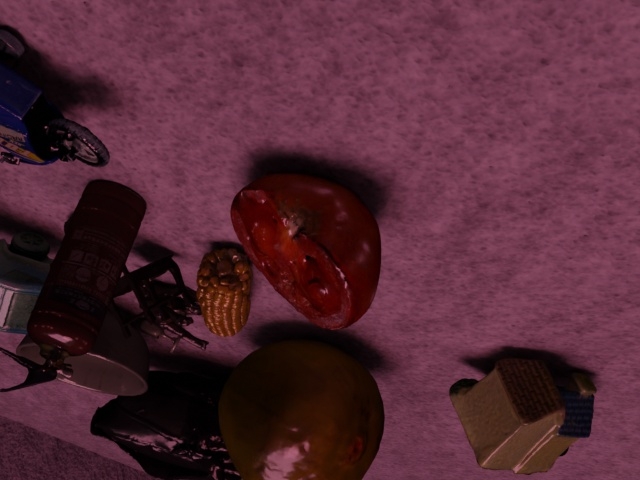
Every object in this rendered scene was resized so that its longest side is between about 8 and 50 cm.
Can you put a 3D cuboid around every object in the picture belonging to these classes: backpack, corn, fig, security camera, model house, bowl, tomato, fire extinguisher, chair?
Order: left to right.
[{"bbox_3d":[-0.373,0.072,1.185,0.138,0.344,0.102,30,150,-25],"label":"fire extinguisher"},{"bbox_3d":[-0.493,0.220,1.757,0.289,0.146,0.289,11,152,6],"label":"bowl"},{"bbox_3d":[-0.331,0.043,1.395,0.106,0.113,0.229,-28,90,42],"label":"chair"},{"bbox_3d":[-0.349,0.201,1.764,0.092,0.058,0.058,30,152,-4],"label":"security camera"},{"bbox_3d":[-0.315,0.443,1.933,0.445,0.255,0.363,14,176,6],"label":"backpack"},{"bbox_3d":[-0.169,0.102,1.422,0.101,0.101,0.292,15,156,-1],"label":"corn"},{"bbox_3d":[-0.050,0.344,1.600,0.343,0.343,0.343,12,153,6],"label":"fig"},{"bbox_3d":[0.000,0.000,1.086,0.233,0.139,0.200,45,152,18],"label":"tomato"},{"bbox_3d":[0.381,0.292,1.458,0.214,0.195,0.189,14,133,-31],"label":"model house"}]

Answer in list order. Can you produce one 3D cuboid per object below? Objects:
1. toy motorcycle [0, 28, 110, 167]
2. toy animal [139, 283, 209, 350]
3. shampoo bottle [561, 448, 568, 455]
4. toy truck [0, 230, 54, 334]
[{"bbox_3d":[-0.406,-0.174,0.997,0.315,0.113,0.169,34,158,-16],"label":"toy motorcycle"},{"bbox_3d":[-0.295,0.141,1.573,0.148,0.084,0.233,8,156,17],"label":"toy animal"},{"bbox_3d":[0.397,0.374,1.654,0.233,0.087,0.049,19,153,-8],"label":"shampoo bottle"},{"bbox_3d":[-0.605,0.054,1.432,0.279,0.156,0.155,21,116,-13],"label":"toy truck"}]
